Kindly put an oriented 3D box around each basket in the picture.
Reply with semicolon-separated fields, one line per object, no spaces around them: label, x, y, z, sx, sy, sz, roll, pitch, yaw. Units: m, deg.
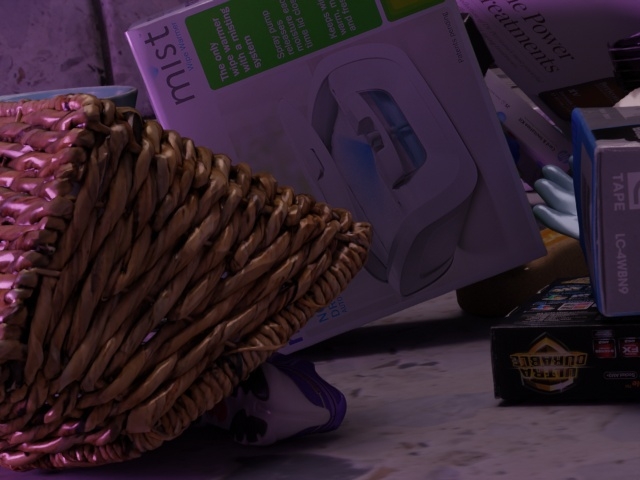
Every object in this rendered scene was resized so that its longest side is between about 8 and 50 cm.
basket;-0.146;0.045;1.209;0.223;0.213;0.299;24;-11;-32

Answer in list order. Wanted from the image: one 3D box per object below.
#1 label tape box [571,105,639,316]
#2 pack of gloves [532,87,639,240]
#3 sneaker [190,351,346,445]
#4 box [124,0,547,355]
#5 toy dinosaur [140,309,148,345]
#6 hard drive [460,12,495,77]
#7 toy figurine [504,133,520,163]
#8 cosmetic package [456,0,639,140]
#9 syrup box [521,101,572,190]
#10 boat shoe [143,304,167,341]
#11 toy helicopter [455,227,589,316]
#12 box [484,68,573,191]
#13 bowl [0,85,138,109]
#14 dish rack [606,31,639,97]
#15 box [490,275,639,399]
label tape box;0.340;-0.035;1.237;0.348;0.115;0.249;-5;8;6
pack of gloves;0.285;-0.023;1.437;0.195;0.046;0.232;-37;49;-25
sneaker;-0.040;0.094;1.223;0.071;0.068;0.170;6;10;-29
box;0.008;-0.076;1.427;0.231;0.262;0.127;-20;9;-1
toy dinosaur;-0.229;0.043;1.479;0.200;0.127;0.296;1;-12;-29
hard drive;-0.026;-0.067;1.686;0.237;0.064;0.339;2;44;44
toy figurine;0.082;-0.056;1.950;0.217;0.191;0.362;30;-29;-20
cosmetic package;0.319;-0.194;1.824;0.284;0.097;0.377;-14;-41;40
syrup box;0.316;-0.116;2.190;0.237;0.093;0.096;-6;9;0
boat shoe;-0.166;0.059;1.557;0.125;0.038;0.046;0;10;35
toy helicopter;0.269;-0.011;1.551;0.355;0.140;0.235;-22;24;-24
box;0.183;-0.123;1.987;0.038;0.186;0.145;-48;-7;-6
bowl;-0.346;-0.072;2.137;0.311;0.163;0.311;-6;8;1
dish rack;0.378;-0.119;1.756;0.208;0.271;0.074;-3;52;25
box;0.236;0.057;1.238;0.220;0.051;0.175;-3;9;21
